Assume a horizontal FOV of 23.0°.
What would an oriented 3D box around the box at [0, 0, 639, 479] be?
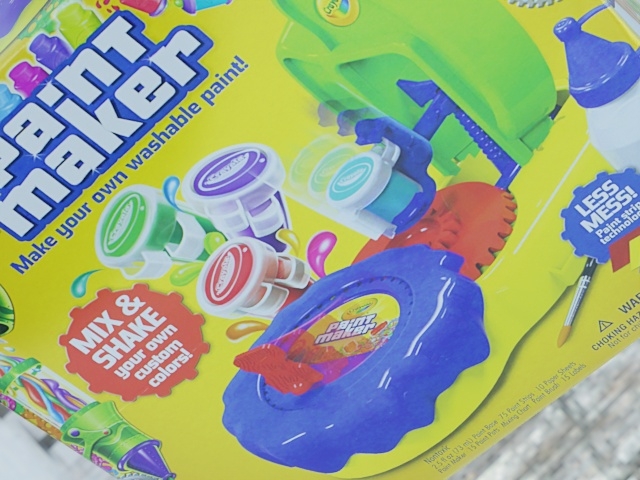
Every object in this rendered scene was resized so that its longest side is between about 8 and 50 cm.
[{"bbox_3d":[-0.011,-0.048,0.675,0.279,0.290,0.177,39,23,-28],"label":"box"}]
